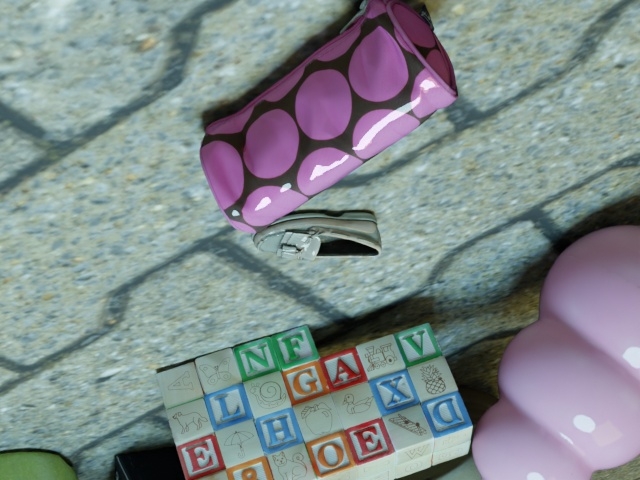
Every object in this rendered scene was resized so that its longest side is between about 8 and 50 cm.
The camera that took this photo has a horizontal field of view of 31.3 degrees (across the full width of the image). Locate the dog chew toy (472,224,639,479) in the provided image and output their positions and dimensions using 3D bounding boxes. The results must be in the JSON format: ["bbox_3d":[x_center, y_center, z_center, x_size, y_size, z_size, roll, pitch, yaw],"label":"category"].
[{"bbox_3d":[0.285,0.146,1.215,0.332,0.206,0.206,-51,150,-8],"label":"dog chew toy"}]

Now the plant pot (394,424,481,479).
[{"bbox_3d":[0.185,0.330,1.333,0.284,0.191,0.284,-31,-173,4],"label":"plant pot"}]

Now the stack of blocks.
[{"bbox_3d":[-0.008,0.186,1.225,0.297,0.171,0.087,-17,150,-7],"label":"stack of blocks"}]

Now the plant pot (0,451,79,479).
[{"bbox_3d":[-0.341,0.386,1.271,0.276,0.254,0.276,-15,150,-9],"label":"plant pot"}]

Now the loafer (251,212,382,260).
[{"bbox_3d":[0.000,0.000,1.052,0.125,0.039,0.045,-6,148,-24],"label":"loafer"}]

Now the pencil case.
[{"bbox_3d":[-0.001,-0.094,0.850,0.209,0.098,0.095,-35,-168,23],"label":"pencil case"}]

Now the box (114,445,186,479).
[{"bbox_3d":[-0.099,0.410,1.417,0.296,0.183,0.294,-4,113,-25],"label":"box"}]

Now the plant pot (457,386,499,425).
[{"bbox_3d":[0.173,0.321,1.523,0.237,0.110,0.237,-6,119,-12],"label":"plant pot"}]
